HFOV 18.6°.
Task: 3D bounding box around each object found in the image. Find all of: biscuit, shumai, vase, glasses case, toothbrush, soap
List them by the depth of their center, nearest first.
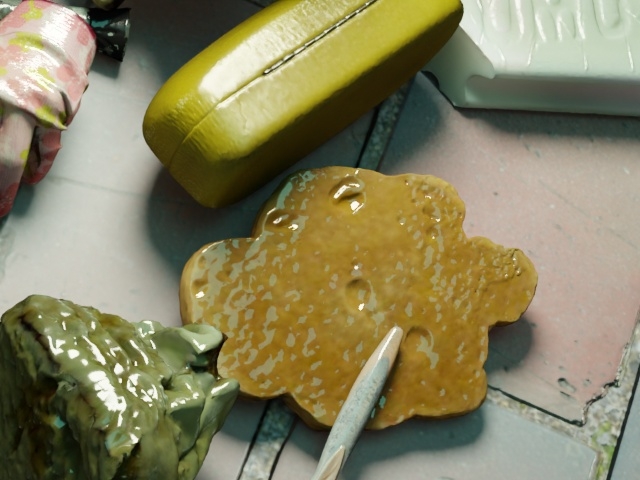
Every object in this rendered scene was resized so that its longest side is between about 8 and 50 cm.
[{"bbox_3d":[-0.189,0.165,1.793,0.218,0.189,0.256,-10,50,-40],"label":"shumai"},{"bbox_3d":[-0.004,0.240,1.844,0.028,0.037,0.375,33,66,-12],"label":"toothbrush"},{"bbox_3d":[0.042,0.056,1.945,0.376,0.051,0.269,-6,80,-19],"label":"biscuit"},{"bbox_3d":[-0.026,-0.174,1.990,0.371,0.173,0.141,-36,80,-31],"label":"glasses case"},{"bbox_3d":[-0.281,-0.225,2.007,0.167,0.059,0.059,9,62,-12],"label":"vase"},{"bbox_3d":[0.241,-0.234,2.147,0.289,0.095,0.173,2,63,-16],"label":"soap"}]

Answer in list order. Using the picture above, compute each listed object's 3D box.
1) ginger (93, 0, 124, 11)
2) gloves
[{"bbox_3d":[-0.156,-0.425,1.913,0.413,0.211,0.358,3,76,27],"label":"ginger"},{"bbox_3d":[-0.318,-0.120,1.898,0.145,0.126,0.241,32,60,-7],"label":"gloves"}]
